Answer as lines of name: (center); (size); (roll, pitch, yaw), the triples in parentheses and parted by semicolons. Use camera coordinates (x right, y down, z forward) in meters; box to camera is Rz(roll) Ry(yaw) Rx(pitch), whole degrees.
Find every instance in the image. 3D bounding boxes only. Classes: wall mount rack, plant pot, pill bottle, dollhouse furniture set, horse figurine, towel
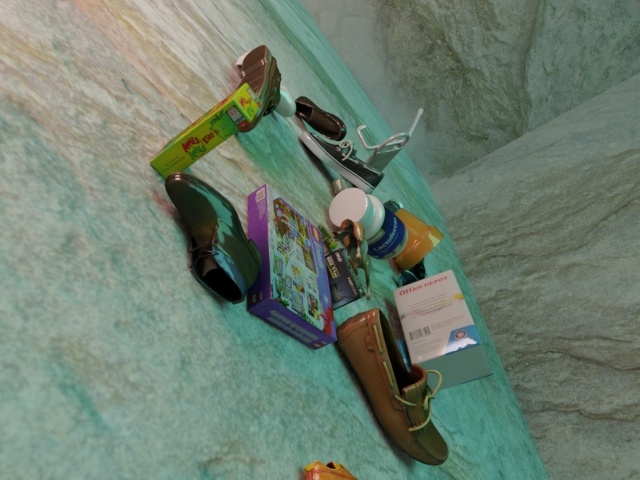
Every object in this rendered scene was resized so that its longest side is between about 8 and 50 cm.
wall mount rack: (0.231, -0.346, 1.608); (0.304, 0.350, 0.130); (-18, 78, -26)
plant pot: (0.327, -0.016, 1.670); (0.188, 0.205, 0.205); (47, 21, 6)
pill bottle: (0.147, -0.049, 1.339); (0.265, 0.153, 0.153); (32, 36, -50)
dollhouse furniture set: (0.000, 0.000, 1.129); (0.076, 0.059, 0.152); (55, 2, 3)
horse figurine: (0.091, 0.031, 1.145); (0.263, 0.066, 0.174); (68, 17, -46)
towel: (0.235, 0.338, 1.229); (0.067, 0.029, 0.119); (34, 35, -52)

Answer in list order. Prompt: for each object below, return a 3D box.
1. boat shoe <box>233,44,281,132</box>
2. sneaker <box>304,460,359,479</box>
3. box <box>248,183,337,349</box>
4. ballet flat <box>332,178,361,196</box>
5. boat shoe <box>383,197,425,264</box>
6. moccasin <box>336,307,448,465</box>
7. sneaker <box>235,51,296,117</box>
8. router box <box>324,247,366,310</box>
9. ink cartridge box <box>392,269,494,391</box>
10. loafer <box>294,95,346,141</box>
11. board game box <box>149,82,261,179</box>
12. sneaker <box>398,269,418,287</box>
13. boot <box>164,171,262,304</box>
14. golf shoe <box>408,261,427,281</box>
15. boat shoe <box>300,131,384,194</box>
boat shoe: (-0.145, -0.364, 1.096); (0.104, 0.111, 0.307); (48, 38, -42)
sneaker: (0.041, 0.387, 0.697); (0.175, 0.064, 0.067); (46, 16, -40)
box: (-0.061, 0.049, 0.887); (0.201, 0.057, 0.293); (41, 29, -40)
ballet flat: (0.105, -0.171, 1.500); (0.213, 0.072, 0.068); (9, 61, -62)
boat shoe: (0.334, -0.016, 1.835); (0.099, 0.116, 0.319); (-34, 106, -25)
moccasin: (0.184, 0.322, 0.974); (0.379, 0.147, 0.139); (62, 22, 2)
sneaker: (-0.160, -0.424, 1.242); (0.212, 0.080, 0.094); (46, 37, -18)
router box: (0.036, 0.090, 1.004); (0.038, 0.092, 0.122); (1, 62, -66)
ink cartridge box: (0.362, 0.270, 1.323); (0.197, 0.198, 0.270); (56, 19, -40)
loafer: (-0.013, -0.401, 1.474); (0.220, 0.080, 0.078); (36, 32, 12)
board game box: (-0.185, -0.176, 0.715); (0.043, 0.181, 0.092); (51, 24, -25)
sneaker: (0.327, 0.156, 1.620); (0.190, 0.072, 0.082); (52, 16, -44)
boot: (-0.168, -0.002, 0.680); (0.219, 0.082, 0.106); (53, 20, -25)
golf shoe: (0.397, 0.170, 1.754); (0.094, 0.077, 0.198); (48, 29, -56)
boat shoe: (0.078, -0.274, 1.437); (0.306, 0.105, 0.113); (36, 16, -13)
